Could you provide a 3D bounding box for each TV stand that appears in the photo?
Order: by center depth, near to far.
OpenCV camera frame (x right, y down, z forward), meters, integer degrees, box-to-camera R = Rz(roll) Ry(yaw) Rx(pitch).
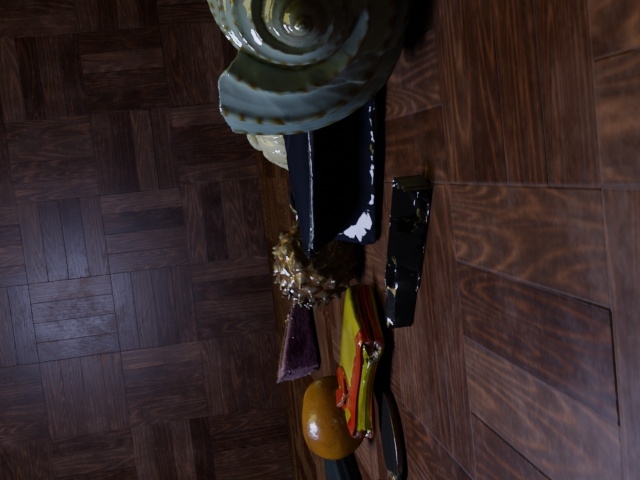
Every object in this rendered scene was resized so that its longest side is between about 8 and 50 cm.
[{"bbox_3d":[0.106,0.020,1.030,0.042,0.036,0.249,-107,12,-45],"label":"TV stand"}]

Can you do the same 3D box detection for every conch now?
[{"bbox_3d":[0.001,-0.263,0.933,0.319,0.215,0.303,-53,-27,-54],"label":"conch"}]

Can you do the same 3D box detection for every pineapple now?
[{"bbox_3d":[-0.011,0.046,1.453,0.193,0.166,0.166,96,165,-68],"label":"pineapple"}]

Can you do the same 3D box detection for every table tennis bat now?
[{"bbox_3d":[0.116,0.349,1.307,0.130,0.019,0.220,125,139,-80],"label":"table tennis bat"}]

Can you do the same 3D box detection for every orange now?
[{"bbox_3d":[0.029,0.332,1.539,0.156,0.124,0.156,-4,-90,-81],"label":"orange"}]

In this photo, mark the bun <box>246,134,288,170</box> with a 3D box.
[{"bbox_3d":[-0.081,-0.261,1.673,0.259,0.160,0.259,175,90,-84],"label":"bun"}]

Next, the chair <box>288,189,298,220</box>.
[{"bbox_3d":[-0.001,0.000,1.601,0.095,0.104,0.221,21,126,52],"label":"chair"}]

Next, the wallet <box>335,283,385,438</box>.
[{"bbox_3d":[0.062,0.204,1.347,0.141,0.067,0.241,-98,7,-52],"label":"wallet"}]

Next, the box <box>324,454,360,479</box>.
[{"bbox_3d":[0.048,0.525,1.815,0.230,0.050,0.160,-111,15,-61],"label":"box"}]

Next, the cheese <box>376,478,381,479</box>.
[{"bbox_3d":[0.118,0.480,1.340,0.192,0.037,0.097,-104,12,-46],"label":"cheese"}]

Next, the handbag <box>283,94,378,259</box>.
[{"bbox_3d":[0.003,-0.182,1.276,0.329,0.122,0.303,-108,12,-51],"label":"handbag"}]

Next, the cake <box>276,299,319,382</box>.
[{"bbox_3d":[-0.050,0.237,2.210,0.116,0.113,0.295,117,157,-66],"label":"cake"}]
